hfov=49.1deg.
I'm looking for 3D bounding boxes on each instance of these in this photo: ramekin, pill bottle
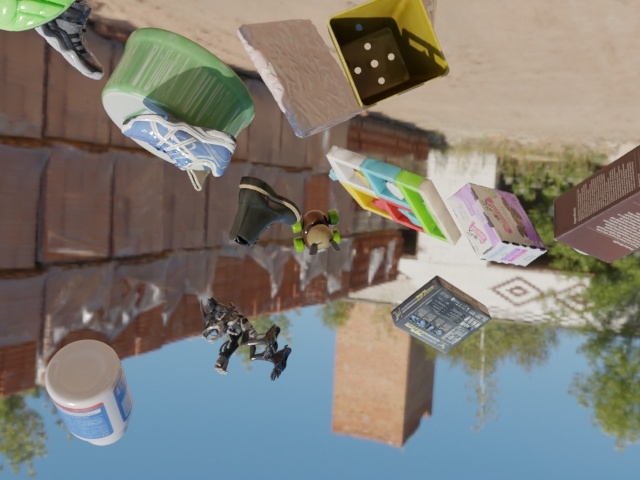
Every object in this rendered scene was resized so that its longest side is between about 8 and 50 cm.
[{"bbox_3d":[-0.302,-0.279,1.458,0.303,0.148,0.303,24,160,9],"label":"ramekin"},{"bbox_3d":[-0.400,0.279,1.237,0.124,0.124,0.222,3,142,-4],"label":"pill bottle"}]

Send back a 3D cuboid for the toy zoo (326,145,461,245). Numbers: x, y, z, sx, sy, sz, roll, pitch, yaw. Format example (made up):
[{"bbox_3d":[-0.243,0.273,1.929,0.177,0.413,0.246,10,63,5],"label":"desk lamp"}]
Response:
[{"bbox_3d":[0.128,-0.097,1.395,0.293,0.030,0.192,26,164,40],"label":"toy zoo"}]

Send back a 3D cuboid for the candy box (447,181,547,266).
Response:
[{"bbox_3d":[0.398,-0.034,1.574,0.196,0.165,0.070,7,141,-43],"label":"candy box"}]

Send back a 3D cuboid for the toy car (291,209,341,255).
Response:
[{"bbox_3d":[0.000,0.000,2.283,0.154,0.149,0.188,-12,-149,-8],"label":"toy car"}]

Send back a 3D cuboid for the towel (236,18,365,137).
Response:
[{"bbox_3d":[-0.048,-0.458,1.936,0.053,0.332,0.317,-33,177,39],"label":"towel"}]

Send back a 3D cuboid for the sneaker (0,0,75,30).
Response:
[{"bbox_3d":[-0.491,-0.604,1.379,0.185,0.483,0.202,38,175,-17],"label":"sneaker"}]

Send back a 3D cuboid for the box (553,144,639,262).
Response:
[{"bbox_3d":[0.761,-0.097,1.677,0.191,0.143,0.381,21,147,-18],"label":"box"}]

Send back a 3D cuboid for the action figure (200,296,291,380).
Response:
[{"bbox_3d":[-0.213,0.234,1.685,0.275,0.164,0.141,19,-128,34],"label":"action figure"}]

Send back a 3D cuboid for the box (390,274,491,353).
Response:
[{"bbox_3d":[0.342,0.213,1.984,0.232,0.183,0.059,30,-152,-32],"label":"box"}]

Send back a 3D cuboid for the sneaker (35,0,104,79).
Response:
[{"bbox_3d":[-0.679,-0.585,1.973,0.268,0.153,0.101,46,-176,-40],"label":"sneaker"}]

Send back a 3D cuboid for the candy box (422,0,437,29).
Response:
[{"bbox_3d":[0.249,-0.687,1.790,0.087,0.317,0.183,3,163,20],"label":"candy box"}]

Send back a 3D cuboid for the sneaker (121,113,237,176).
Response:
[{"bbox_3d":[-0.264,-0.178,1.294,0.211,0.081,0.080,13,174,-8],"label":"sneaker"}]

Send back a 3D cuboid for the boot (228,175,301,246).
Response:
[{"bbox_3d":[-0.122,-0.034,1.473,0.076,0.137,0.198,4,162,36],"label":"boot"}]

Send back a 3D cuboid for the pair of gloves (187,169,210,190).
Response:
[{"bbox_3d":[-0.333,-0.274,1.818,0.042,0.240,0.204,-14,-152,8],"label":"pair of gloves"}]

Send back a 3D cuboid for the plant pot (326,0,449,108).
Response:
[{"bbox_3d":[0.138,-0.422,1.601,0.212,0.212,0.187,-23,-176,-5],"label":"plant pot"}]
